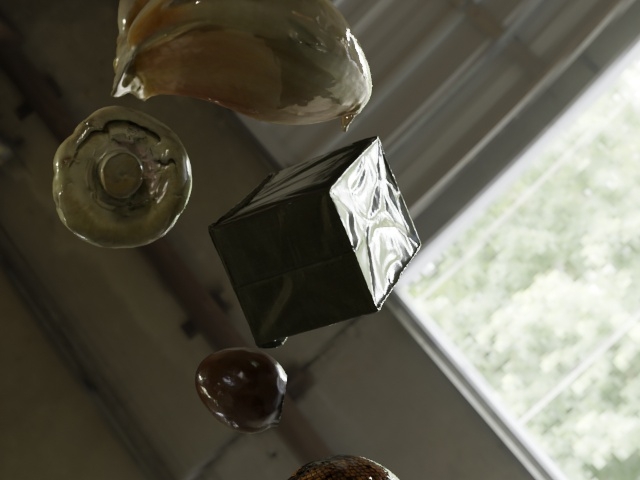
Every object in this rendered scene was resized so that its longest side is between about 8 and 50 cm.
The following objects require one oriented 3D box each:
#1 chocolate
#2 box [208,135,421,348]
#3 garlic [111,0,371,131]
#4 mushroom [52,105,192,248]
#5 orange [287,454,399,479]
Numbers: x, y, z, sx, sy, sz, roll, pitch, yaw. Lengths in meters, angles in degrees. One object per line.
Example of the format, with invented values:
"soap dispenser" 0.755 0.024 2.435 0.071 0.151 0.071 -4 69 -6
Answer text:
"chocolate" -0.119 0.218 2.131 0.133 0.124 0.127 6 -24 -3
"box" 0.000 0.000 1.628 0.149 0.155 0.231 -18 11 21
"garlic" -0.097 -0.256 1.769 0.313 0.286 0.249 0 -79 -8
"mushroom" -0.209 -0.066 1.523 0.154 0.154 0.122 -33 0 -14
"orange" 0.014 0.374 1.789 0.234 0.182 0.234 -38 -35 -34
